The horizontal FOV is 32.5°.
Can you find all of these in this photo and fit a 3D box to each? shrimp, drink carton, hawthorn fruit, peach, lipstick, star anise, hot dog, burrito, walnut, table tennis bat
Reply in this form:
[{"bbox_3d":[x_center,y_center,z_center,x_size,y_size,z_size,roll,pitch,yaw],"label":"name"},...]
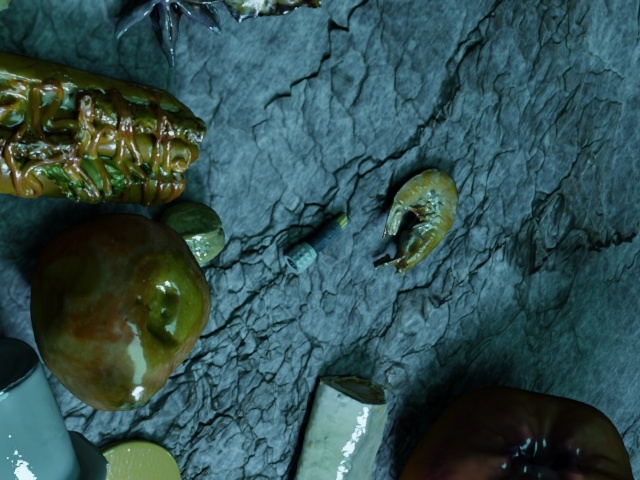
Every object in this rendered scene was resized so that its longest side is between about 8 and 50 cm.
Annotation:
[{"bbox_3d":[0.142,-0.031,1.693,0.132,0.052,0.187,39,79,-33],"label":"shrimp"},{"bbox_3d":[-0.382,0.230,1.323,0.191,0.185,0.189,-26,117,-24],"label":"drink carton"},{"bbox_3d":[0.347,0.497,1.878,0.472,0.472,0.471,-19,124,-31],"label":"hawthorn fruit"},{"bbox_3d":[-0.236,0.091,1.307,0.214,0.235,0.214,-6,155,-3],"label":"peach"},{"bbox_3d":[0.000,0.000,1.597,0.116,0.037,0.037,-40,133,-21],"label":"lipstick"},{"bbox_3d":[-0.165,-0.299,1.250,0.181,0.061,0.204,-18,134,10],"label":"star anise"},{"bbox_3d":[-0.281,-0.114,1.241,0.349,0.117,0.158,8,108,-42],"label":"hot dog"},{"bbox_3d":[0.031,0.366,1.777,0.143,0.105,0.299,-4,114,-42],"label":"burrito"},{"bbox_3d":[-0.167,-0.008,1.420,0.092,0.092,0.092,-19,124,-31],"label":"walnut"},{"bbox_3d":[-0.310,0.430,1.567,0.198,0.050,0.321,17,98,-43],"label":"table tennis bat"}]

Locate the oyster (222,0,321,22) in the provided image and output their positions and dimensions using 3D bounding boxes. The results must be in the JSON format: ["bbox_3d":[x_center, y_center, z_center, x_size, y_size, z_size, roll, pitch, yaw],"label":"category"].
[{"bbox_3d":[-0.079,-0.414,1.235,0.221,0.096,0.361,-18,128,12],"label":"oyster"}]

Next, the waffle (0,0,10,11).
[{"bbox_3d":[-0.350,-0.336,1.105,0.204,0.054,0.223,-48,133,-9],"label":"waffle"}]
